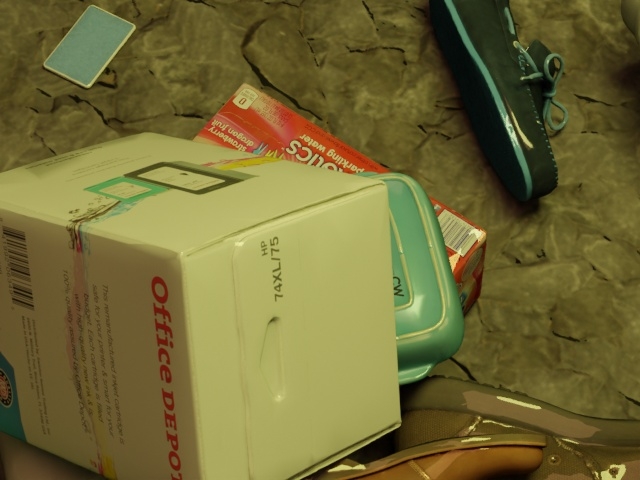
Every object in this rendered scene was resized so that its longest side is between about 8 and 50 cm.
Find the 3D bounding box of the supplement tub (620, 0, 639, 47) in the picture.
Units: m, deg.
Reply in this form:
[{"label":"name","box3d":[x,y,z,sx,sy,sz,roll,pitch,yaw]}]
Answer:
[{"label":"supplement tub","box3d":[0.432,-0.135,1.386,0.241,0.241,0.331,-28,64,-14]}]

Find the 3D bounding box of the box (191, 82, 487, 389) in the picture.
[{"label":"box","box3d":[0.000,0.000,1.389,0.257,0.123,0.128,33,67,18]}]

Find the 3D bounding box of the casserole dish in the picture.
[{"label":"casserole dish","box3d":[0.046,0.021,1.286,0.114,0.037,0.188,-11,64,-2]}]

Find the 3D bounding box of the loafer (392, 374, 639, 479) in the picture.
[{"label":"loafer","box3d":[0.221,0.210,1.273,0.366,0.134,0.130,10,66,19]}]

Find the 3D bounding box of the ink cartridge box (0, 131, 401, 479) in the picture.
[{"label":"ink cartridge box","box3d":[-0.106,0.051,1.213,0.197,0.198,0.270,-21,25,-41]}]

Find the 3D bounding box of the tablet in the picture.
[{"label":"tablet","box3d":[-0.219,-0.185,1.568,0.054,0.006,0.083,26,65,15]}]

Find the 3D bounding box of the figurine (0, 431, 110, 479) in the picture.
[{"label":"figurine","box3d":[-0.296,0.168,1.330,0.215,0.092,0.209,-23,58,-12]}]

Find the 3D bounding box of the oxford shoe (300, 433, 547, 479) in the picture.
[{"label":"oxford shoe","box3d":[0.068,0.187,1.207,0.212,0.076,0.076,-14,76,-3]}]

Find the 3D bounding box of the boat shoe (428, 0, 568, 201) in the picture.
[{"label":"boat shoe","box3d":[0.173,-0.156,1.485,0.089,0.109,0.258,-12,63,-9]}]
